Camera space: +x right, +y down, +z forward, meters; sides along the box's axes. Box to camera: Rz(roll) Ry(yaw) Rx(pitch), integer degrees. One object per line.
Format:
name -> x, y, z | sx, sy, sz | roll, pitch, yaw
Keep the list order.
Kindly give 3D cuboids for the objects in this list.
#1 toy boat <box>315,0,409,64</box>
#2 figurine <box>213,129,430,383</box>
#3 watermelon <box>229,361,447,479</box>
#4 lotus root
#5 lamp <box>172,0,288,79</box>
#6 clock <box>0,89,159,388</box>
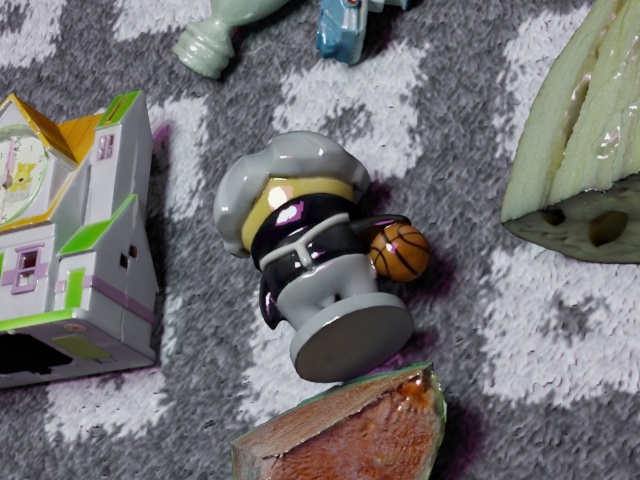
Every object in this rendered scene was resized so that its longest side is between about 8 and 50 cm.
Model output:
toy boat -> 0.054, -0.283, 1.517 | 0.102, 0.088, 0.215 | 8, 66, -3
figurine -> 0.000, 0.000, 1.367 | 0.176, 0.133, 0.236 | -30, 56, 5
watermelon -> 0.012, 0.188, 1.297 | 0.231, 0.128, 0.146 | -30, 23, 0
lotus root -> 0.305, -0.128, 1.235 | 0.267, 0.149, 0.260 | -23, 45, 53
lamp -> -0.089, -0.269, 1.580 | 0.106, 0.106, 0.193 | 42, 101, 38
clock -> -0.295, -0.019, 1.533 | 0.235, 0.166, 0.309 | -11, 60, 27
